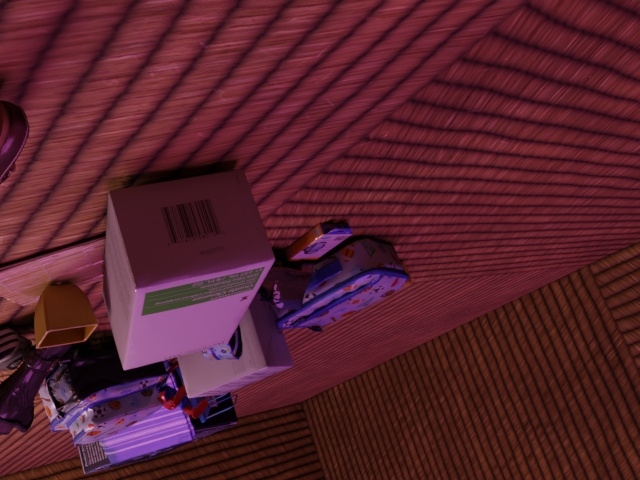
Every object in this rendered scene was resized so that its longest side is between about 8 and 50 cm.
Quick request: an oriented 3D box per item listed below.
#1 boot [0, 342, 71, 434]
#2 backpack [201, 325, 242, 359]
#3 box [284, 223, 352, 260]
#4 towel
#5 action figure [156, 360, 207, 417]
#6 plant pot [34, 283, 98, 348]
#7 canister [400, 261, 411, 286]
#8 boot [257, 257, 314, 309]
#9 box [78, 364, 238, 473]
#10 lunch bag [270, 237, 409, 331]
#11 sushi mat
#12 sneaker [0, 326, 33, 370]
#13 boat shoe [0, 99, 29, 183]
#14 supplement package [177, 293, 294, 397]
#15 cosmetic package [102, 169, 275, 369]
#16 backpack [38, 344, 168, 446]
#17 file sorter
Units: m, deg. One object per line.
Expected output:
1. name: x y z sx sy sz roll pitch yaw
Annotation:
1. boot: -0.538 0.252 1.348 0.229 0.091 0.263 -54 -175 -11
2. backpack: -0.223 0.165 1.408 0.117 0.173 0.158 -19 163 -2
3. box: 0.000 0.000 1.394 0.081 0.028 0.136 -2 153 -43
4. towel: -0.483 0.431 1.841 0.243 0.040 0.336 -16 120 -8
5. action figure: -0.332 0.349 1.703 0.139 0.091 0.280 -57 -162 -24
6. plant pot: -0.420 0.118 1.140 0.082 0.083 0.081 -6 156 -38
7. canister: 0.135 0.115 1.801 0.170 0.073 0.126 -29 160 24
8. boot: -0.097 0.093 1.406 0.082 0.106 0.219 15 -170 42
9. box: -0.514 0.542 2.173 0.395 0.212 0.293 -27 162 26
10. lunch bag: 0.032 0.108 1.594 0.303 0.115 0.243 -32 161 23
11. sushi mat: -0.359 0.032 1.124 0.317 0.019 0.151 -18 162 -6
12. sneaker: -0.654 0.239 1.334 0.229 0.086 0.132 -20 165 1
13. boat shoe: -0.352 -0.082 0.715 0.207 0.073 0.073 -22 165 34
14. supplement package: -0.202 0.229 1.586 0.203 0.194 0.149 -24 163 16
15. cosmetic package: -0.217 0.056 1.069 0.197 0.155 0.365 -13 158 -22
16. backpack: -0.502 0.344 1.609 0.277 0.213 0.263 -2 160 -45
17. file sorter: -0.316 0.397 1.973 0.105 0.170 0.118 -25 -174 0
